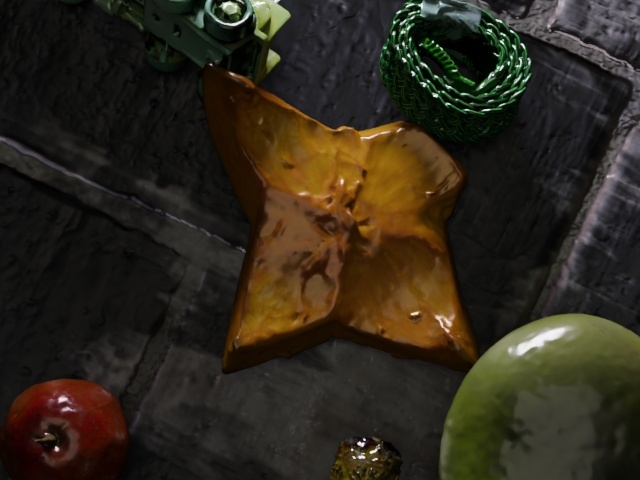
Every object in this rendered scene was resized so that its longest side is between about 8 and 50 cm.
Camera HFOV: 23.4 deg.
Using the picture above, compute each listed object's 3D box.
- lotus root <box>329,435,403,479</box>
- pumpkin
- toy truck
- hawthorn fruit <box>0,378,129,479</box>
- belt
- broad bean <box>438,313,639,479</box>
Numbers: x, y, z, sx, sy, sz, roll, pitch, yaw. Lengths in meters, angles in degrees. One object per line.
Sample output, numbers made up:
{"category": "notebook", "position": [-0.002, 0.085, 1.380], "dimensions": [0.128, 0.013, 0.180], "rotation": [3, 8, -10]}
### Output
{"category": "lotus root", "position": [0.054, 0.330, 1.379], "dimensions": [0.173, 0.173, 0.309], "rotation": [-16, 76, 1]}
{"category": "pumpkin", "position": [0.019, -0.018, 1.452], "dimensions": [0.258, 0.095, 0.290], "rotation": [-1, 84, -10]}
{"category": "toy truck", "position": [-0.145, -0.255, 1.497], "dimensions": [0.259, 0.128, 0.135], "rotation": [31, 60, 8]}
{"category": "hawthorn fruit", "position": [-0.234, 0.188, 1.436], "dimensions": [0.125, 0.140, 0.125], "rotation": [9, 70, -27]}
{"category": "belt", "position": [0.124, -0.161, 1.477], "dimensions": [0.151, 0.079, 0.121], "rotation": [39, 64, 10]}
{"category": "broad bean", "position": [0.224, 0.212, 1.402], "dimensions": [0.238, 0.119, 0.291], "rotation": [13, 85, 2]}
